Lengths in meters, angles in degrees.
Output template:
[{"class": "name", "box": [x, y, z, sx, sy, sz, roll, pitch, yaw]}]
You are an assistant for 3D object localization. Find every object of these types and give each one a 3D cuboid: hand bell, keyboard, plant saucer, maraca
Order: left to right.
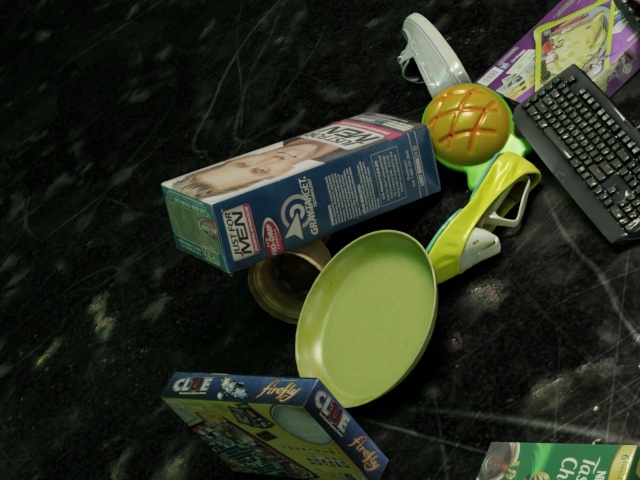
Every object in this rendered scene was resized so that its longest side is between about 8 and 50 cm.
[{"class": "hand bell", "box": [0.000, 0.000, 1.964, 0.126, 0.126, 0.242, -15, 26, 32]}, {"class": "plant saucer", "box": [0.065, 0.104, 1.752, 0.241, 0.037, 0.241, -27, 49, 36]}, {"class": "maraca", "box": [0.217, -0.145, 1.914, 0.127, 0.099, 0.185, -38, 59, 5]}, {"class": "keyboard", "box": [0.387, -0.137, 1.751, 0.201, 0.033, 0.317, -33, 42, 4]}]

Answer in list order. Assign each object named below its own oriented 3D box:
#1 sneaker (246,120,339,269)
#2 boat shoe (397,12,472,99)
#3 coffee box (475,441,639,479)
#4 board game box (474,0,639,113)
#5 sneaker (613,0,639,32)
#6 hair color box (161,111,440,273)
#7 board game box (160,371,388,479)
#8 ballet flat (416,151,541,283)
[{"class": "sneaker", "box": [-0.052, -0.061, 2.082, 0.286, 0.109, 0.130, -48, 24, -27]}, {"class": "boat shoe", "box": [0.161, -0.285, 2.149, 0.081, 0.079, 0.227, -32, 36, 2]}, {"class": "coffee box", "box": [0.244, 0.265, 1.428, 0.184, 0.040, 0.113, -4, 46, 42]}, {"class": "board game box", "box": [0.405, -0.302, 1.966, 0.347, 0.056, 0.208, -43, 29, -7]}, {"class": "sneaker", "box": [0.477, -0.419, 1.852, 0.180, 0.124, 0.321, 1, 66, 14]}, {"class": "hair color box", "box": [-0.026, -0.075, 1.912, 0.347, 0.105, 0.174, -22, 21, -24]}, {"class": "board game box", "box": [-0.058, 0.227, 1.656, 0.243, 0.165, 0.042, -2, 47, 42]}, {"class": "ballet flat", "box": [0.214, -0.023, 1.791, 0.077, 0.077, 0.231, 26, 65, 25]}]
